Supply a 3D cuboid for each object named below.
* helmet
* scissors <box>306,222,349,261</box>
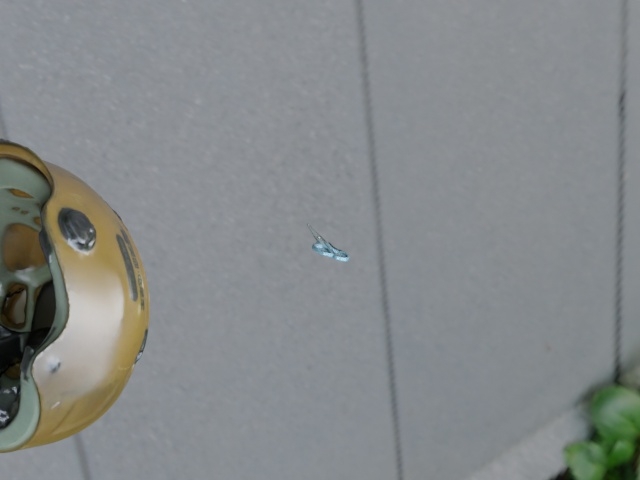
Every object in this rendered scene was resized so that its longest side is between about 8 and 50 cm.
[{"bbox_3d":[-0.202,0.047,0.994,0.130,0.198,0.224,17,57,-43],"label":"helmet"},{"bbox_3d":[0.000,0.000,1.216,0.036,0.083,0.006,15,105,-24],"label":"scissors"}]
